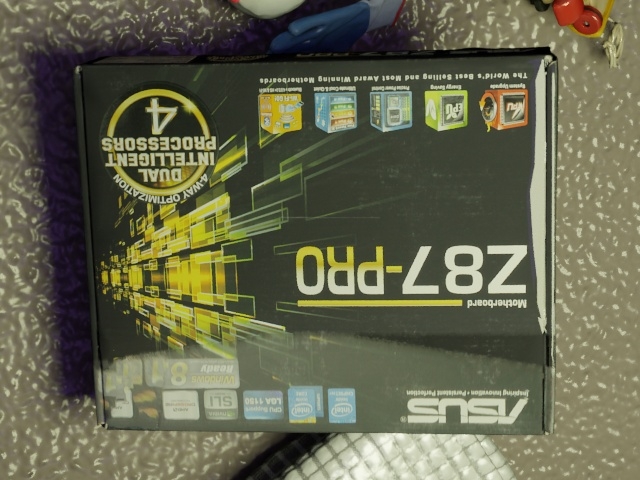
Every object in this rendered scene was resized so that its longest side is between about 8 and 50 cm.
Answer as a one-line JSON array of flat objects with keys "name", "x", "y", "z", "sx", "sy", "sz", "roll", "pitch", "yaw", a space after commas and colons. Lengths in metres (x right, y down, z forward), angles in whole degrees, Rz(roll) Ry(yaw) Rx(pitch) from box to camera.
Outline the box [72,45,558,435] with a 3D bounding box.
[{"name": "box", "x": 0.000, "y": 0.000, "z": 1.130, "sx": 0.395, "sy": 0.097, "sz": 0.318, "roll": 1, "pitch": 104, "yaw": 7}]

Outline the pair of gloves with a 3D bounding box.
[{"name": "pair of gloves", "x": 0.022, "y": -0.214, "z": 1.158, "sx": 0.159, "sy": 0.198, "sz": 0.023, "roll": -26, "pitch": 67, "yaw": -29}]

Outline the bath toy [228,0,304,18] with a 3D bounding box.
[{"name": "bath toy", "x": -0.122, "y": -0.328, "z": 1.108, "sx": 0.151, "sy": 0.129, "sz": 0.348, "roll": -42, "pitch": 108, "yaw": -7}]

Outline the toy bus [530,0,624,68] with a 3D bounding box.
[{"name": "toy bus", "x": 0.215, "y": -0.268, "z": 1.228, "sx": 0.104, "sy": 0.191, "sz": 0.202, "roll": 8, "pitch": 96, "yaw": 26}]

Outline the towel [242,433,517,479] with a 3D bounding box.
[{"name": "towel", "x": 0.079, "y": 0.281, "z": 1.264, "sx": 0.235, "sy": 0.121, "sz": 0.283, "roll": -38, "pitch": 105, "yaw": -10}]
